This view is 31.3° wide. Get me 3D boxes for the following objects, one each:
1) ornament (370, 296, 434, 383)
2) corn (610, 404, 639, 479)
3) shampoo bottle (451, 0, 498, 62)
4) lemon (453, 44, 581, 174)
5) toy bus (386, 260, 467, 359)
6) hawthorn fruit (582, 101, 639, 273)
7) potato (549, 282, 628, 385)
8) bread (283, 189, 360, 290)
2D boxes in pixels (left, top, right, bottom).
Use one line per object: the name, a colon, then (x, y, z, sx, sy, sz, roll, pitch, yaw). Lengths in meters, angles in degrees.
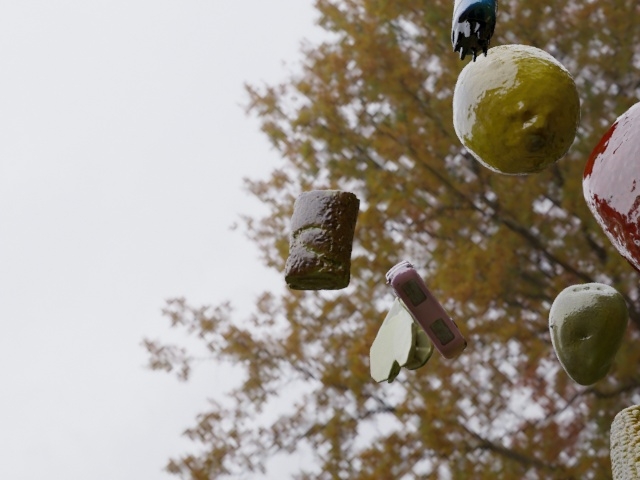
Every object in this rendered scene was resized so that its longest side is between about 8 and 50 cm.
ornament: (0.169, 0.206, 2.467, 0.059, 0.180, 0.201, 11, -27, -24)
corn: (0.455, 0.349, 1.565, 0.101, 0.310, 0.101, -1, -59, -1)
shampoo bottle: (0.188, -0.291, 1.372, 0.087, 0.050, 0.183, 109, 173, -54)
lemon: (0.310, -0.207, 1.815, 0.204, 0.260, 0.204, -3, -60, -5)
toy bus: (0.203, 0.132, 2.167, 0.063, 0.203, 0.090, -36, 2, 3)
hawthorn fruit: (0.487, -0.065, 1.542, 0.284, 0.369, 0.285, -6, -77, -30)
potato: (0.523, 0.184, 2.232, 0.157, 0.157, 0.194, -11, -77, -45)
bread: (0.000, 0.000, 2.049, 0.103, 0.132, 0.172, 46, -132, -54)
